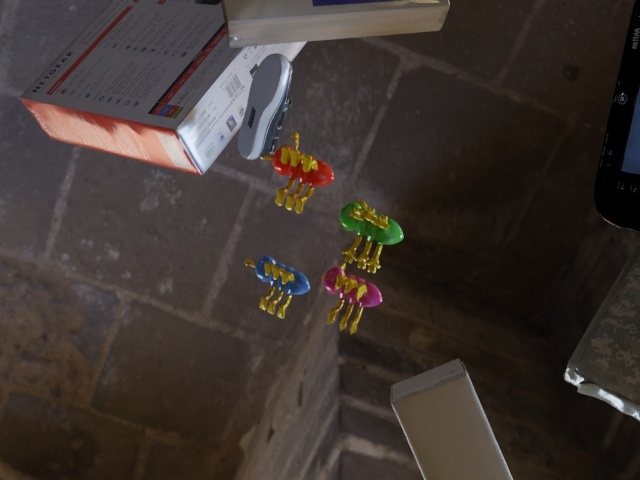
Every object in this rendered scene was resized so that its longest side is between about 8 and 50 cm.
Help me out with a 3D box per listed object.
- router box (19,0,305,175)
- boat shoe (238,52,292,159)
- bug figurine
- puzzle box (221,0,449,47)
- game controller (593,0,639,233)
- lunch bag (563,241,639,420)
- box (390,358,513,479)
[{"bbox_3d":[-0.193,-0.261,1.088,0.301,0.335,0.082,16,149,33],"label":"router box"},{"bbox_3d":[-0.056,-0.150,0.889,0.040,0.049,0.142,-9,144,-32],"label":"boat shoe"},{"bbox_3d":[0.000,0.000,1.076,0.216,0.072,0.279,28,130,18],"label":"bug figurine"},{"bbox_3d":[-0.014,-0.434,1.015,0.272,0.409,0.052,-6,157,-10],"label":"puzzle box"},{"bbox_3d":[0.433,-0.161,0.956,0.166,0.067,0.319,17,104,35],"label":"game controller"},{"bbox_3d":[0.524,0.167,1.176,0.235,0.287,0.169,26,144,30],"label":"lunch bag"},{"bbox_3d":[0.195,0.310,1.066,0.113,0.094,0.275,-22,92,6],"label":"box"}]
